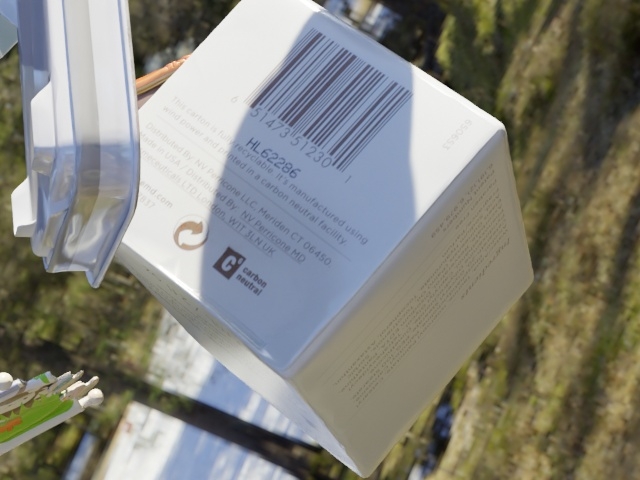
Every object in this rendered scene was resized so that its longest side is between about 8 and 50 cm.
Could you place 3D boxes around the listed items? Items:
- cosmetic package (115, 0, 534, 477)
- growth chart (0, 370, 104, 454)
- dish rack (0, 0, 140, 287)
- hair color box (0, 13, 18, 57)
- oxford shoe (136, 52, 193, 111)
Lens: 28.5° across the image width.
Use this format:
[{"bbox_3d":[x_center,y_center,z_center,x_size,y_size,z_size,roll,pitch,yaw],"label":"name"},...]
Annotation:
[{"bbox_3d":[0.000,0.000,1.386,0.327,0.329,0.393,-49,-26,-10],"label":"cosmetic package"},{"bbox_3d":[-0.295,0.163,1.142,0.172,0.021,0.237,-30,-15,3],"label":"growth chart"},{"bbox_3d":[-0.203,-0.146,0.972,0.285,0.072,0.332,136,129,-65],"label":"dish rack"},{"bbox_3d":[-0.502,-0.285,1.491,0.375,0.113,0.185,-4,35,26],"label":"hair color box"},{"bbox_3d":[-0.201,-0.195,1.819,0.130,0.364,0.132,-125,17,-83],"label":"oxford shoe"}]
